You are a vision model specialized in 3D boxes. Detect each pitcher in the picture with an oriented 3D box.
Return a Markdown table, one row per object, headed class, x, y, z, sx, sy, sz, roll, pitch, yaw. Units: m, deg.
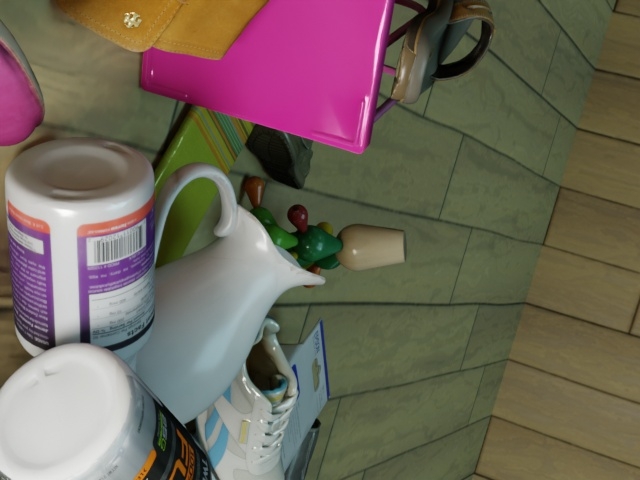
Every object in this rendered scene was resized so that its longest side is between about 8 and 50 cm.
| class | x | y | z | sx | sy | sz | roll | pitch | yaw |
| --- | --- | --- | --- | --- | --- | --- | --- | --- | --- |
| pitcher | -0.122 | 0.050 | 1.102 | 0.207 | 0.125 | 0.178 | -45 | 120 | -8 |

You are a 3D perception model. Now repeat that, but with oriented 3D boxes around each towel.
| class | x | y | z | sx | sy | sz | roll | pitch | yaw |
| --- | --- | --- | --- | --- | --- | --- | --- | --- | --- |
| towel | -0.123 | -0.063 | 1.180 | 0.237 | 0.021 | 0.102 | -63 | 153 | -23 |

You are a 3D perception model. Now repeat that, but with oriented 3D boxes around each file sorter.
| class | x | y | z | sx | sy | sz | roll | pitch | yaw |
| --- | --- | --- | --- | --- | --- | --- | --- | --- | --- |
| file sorter | -0.007 | -0.259 | 1.051 | 0.182 | 0.202 | 0.291 | -47 | 151 | -57 |

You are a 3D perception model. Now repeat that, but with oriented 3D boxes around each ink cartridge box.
| class | x | y | z | sx | sy | sz | roll | pitch | yaw |
| --- | --- | --- | --- | --- | --- | --- | --- | --- | --- |
| ink cartridge box | -0.091 | 0.246 | 1.460 | 0.333 | 0.065 | 0.165 | -55 | 153 | -37 |

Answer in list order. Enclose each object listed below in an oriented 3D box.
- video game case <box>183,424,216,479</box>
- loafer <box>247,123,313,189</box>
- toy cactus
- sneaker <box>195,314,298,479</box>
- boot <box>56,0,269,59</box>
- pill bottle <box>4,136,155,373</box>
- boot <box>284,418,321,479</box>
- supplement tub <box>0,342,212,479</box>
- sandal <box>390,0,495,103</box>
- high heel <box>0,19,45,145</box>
| class | x | y | z | sx | sy | sz | roll | pitch | yaw |
| --- | --- | --- | --- | --- | --- | --- | --- | --- | --- |
| video game case | -0.163 | 0.282 | 1.245 | 0.190 | 0.022 | 0.173 | -52 | 124 | -46 |
| loafer | -0.039 | -0.101 | 1.328 | 0.148 | 0.056 | 0.050 | 77 | 33 | -72 |
| toy cactus | 0.000 | 0.000 | 1.349 | 0.219 | 0.180 | 0.112 | 61 | 29 | -70 |
| sneaker | -0.072 | 0.179 | 1.319 | 0.087 | 0.092 | 0.229 | -30 | 116 | -46 |
| boot | -0.130 | -0.241 | 0.871 | 0.295 | 0.104 | 0.211 | 24 | 121 | -36 |
| pill bottle | -0.179 | 0.029 | 0.968 | 0.108 | 0.108 | 0.193 | -46 | 148 | -52 |
| boot | -0.059 | 0.332 | 1.603 | 0.189 | 0.076 | 0.208 | -47 | 158 | -79 |
| supplement tub | -0.153 | 0.167 | 0.946 | 0.117 | 0.117 | 0.190 | -64 | 149 | -23 |
| sandal | 0.116 | -0.177 | 1.090 | 0.219 | 0.060 | 0.090 | -56 | 158 | -56 |
| high heel | -0.274 | -0.107 | 0.667 | 0.181 | 0.127 | 0.377 | -39 | 158 | -7 |
